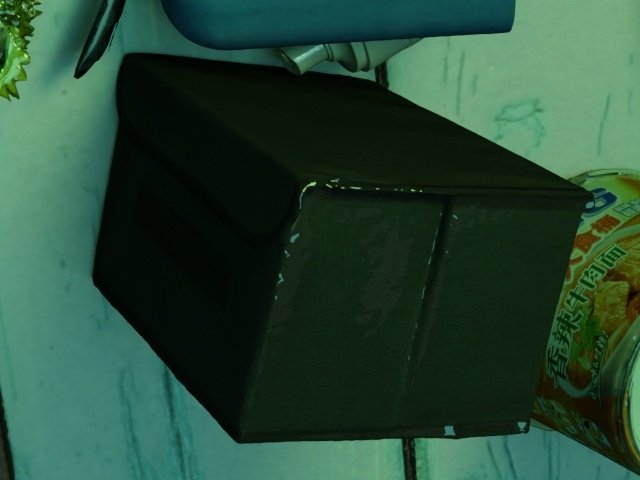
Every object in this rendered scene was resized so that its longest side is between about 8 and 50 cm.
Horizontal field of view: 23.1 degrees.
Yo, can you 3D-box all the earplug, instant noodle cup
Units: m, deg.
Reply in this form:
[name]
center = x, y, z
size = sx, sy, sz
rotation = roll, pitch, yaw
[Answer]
[earplug]
center = 0.008, -0.212, 1.230
size = 0.273, 0.132, 0.132
rotation = -7, 114, -1
[instant noodle cup]
center = 0.323, 0.096, 1.511
size = 0.296, 0.214, 0.296
rotation = -9, 112, -24

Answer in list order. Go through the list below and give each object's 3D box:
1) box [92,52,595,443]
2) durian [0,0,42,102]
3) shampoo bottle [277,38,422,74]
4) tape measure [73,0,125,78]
[box]
center = 0.000, -0.001, 1.241
size = 0.251, 0.345, 0.204
rotation = 2, 109, -28
[durian]
center = -0.300, -0.201, 1.114
size = 0.200, 0.176, 0.236
rotation = -21, 110, -2
[shampoo bottle]
center = 0.096, -0.230, 1.347
size = 0.303, 0.092, 0.092
rotation = -34, 120, -11
[tape measure]
center = -0.185, -0.313, 1.179
size = 0.215, 0.098, 0.351
rotation = 22, 104, -34
